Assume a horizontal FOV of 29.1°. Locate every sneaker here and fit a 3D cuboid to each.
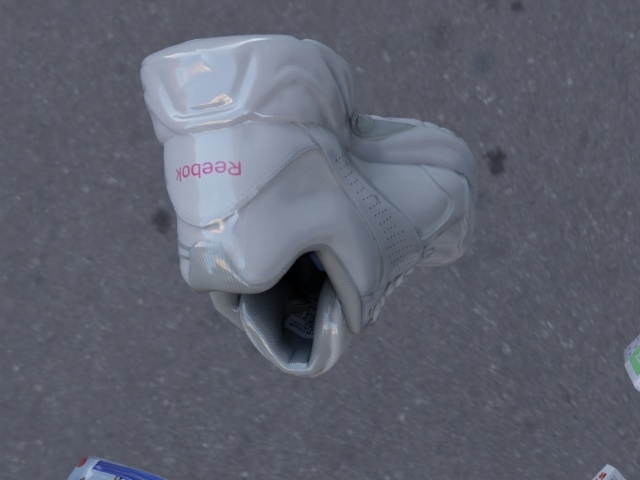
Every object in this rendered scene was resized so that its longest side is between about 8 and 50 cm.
[{"bbox_3d":[0.000,0.000,0.509,0.090,0.232,0.115,-4,79,29],"label":"sneaker"}]

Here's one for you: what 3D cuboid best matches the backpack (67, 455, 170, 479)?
[{"bbox_3d":[-0.136,0.302,0.931,0.213,0.276,0.263,-53,29,-17],"label":"backpack"}]

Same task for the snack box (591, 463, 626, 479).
[{"bbox_3d":[0.259,0.317,1.270,0.178,0.022,0.064,-44,106,-7],"label":"snack box"}]

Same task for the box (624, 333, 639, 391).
[{"bbox_3d":[0.377,0.060,0.823,0.231,0.127,0.262,40,102,4],"label":"box"}]
